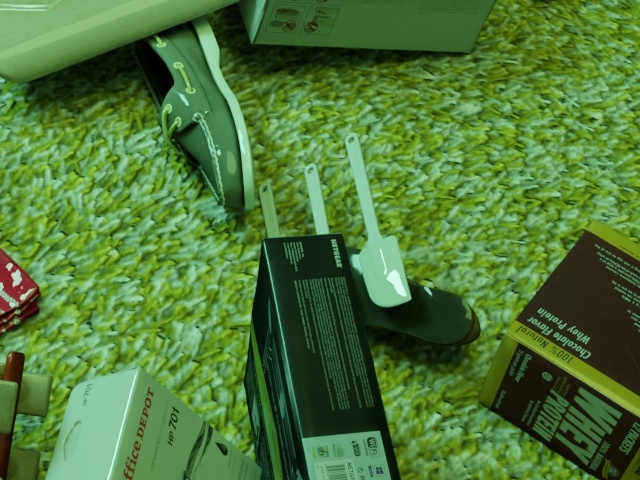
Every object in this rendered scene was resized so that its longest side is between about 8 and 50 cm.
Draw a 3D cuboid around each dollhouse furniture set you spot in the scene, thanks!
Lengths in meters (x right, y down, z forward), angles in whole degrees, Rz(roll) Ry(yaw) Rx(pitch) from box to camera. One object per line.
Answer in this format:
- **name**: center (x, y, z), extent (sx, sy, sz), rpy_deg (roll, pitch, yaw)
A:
- **dollhouse furniture set**: center (-0.286, 0.224, 1.195), extent (0.135, 0.262, 0.259), rpy_deg (9, 85, -4)

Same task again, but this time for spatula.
- **spatula**: center (0.000, 0.000, 1.498), extent (0.168, 0.019, 0.242), rpy_deg (-28, 51, 19)

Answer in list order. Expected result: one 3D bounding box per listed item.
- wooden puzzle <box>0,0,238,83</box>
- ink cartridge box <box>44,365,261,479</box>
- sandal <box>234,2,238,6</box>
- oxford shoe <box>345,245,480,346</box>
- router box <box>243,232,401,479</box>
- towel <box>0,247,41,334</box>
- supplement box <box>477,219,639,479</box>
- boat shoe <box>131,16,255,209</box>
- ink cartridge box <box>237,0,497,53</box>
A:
- **wooden puzzle**: center (-0.289, -0.356, 1.692), extent (0.322, 0.080, 0.348), rpy_deg (-23, 58, -10)
- **ink cartridge box**: center (-0.147, 0.225, 1.235), extent (0.082, 0.191, 0.140), rpy_deg (-17, 44, 29)
- **sandal**: center (-0.111, -0.366, 1.798), extent (0.072, 0.049, 0.180), rpy_deg (-16, 56, -20)
- **oxford shoe**: center (0.075, 0.068, 1.480), extent (0.212, 0.076, 0.076), rpy_deg (24, 86, 27)
- **router box**: center (-0.004, 0.187, 1.254), extent (0.081, 0.243, 0.309), rpy_deg (-4, 53, -12)
- **towel**: center (-0.451, 0.067, 1.416), extent (0.275, 0.031, 0.199), rpy_deg (-33, 62, -29)
- **supplement box**: center (0.303, 0.121, 1.426), extent (0.191, 0.129, 0.194), rpy_deg (32, 54, 16)
- **boat shoe**: center (-0.145, -0.144, 1.584), extent (0.091, 0.109, 0.305), rpy_deg (-9, 48, -15)
- **ink cartridge box**: center (0.036, -0.378, 1.746), extent (0.309, 0.130, 0.272), rpy_deg (-2, 51, -25)
